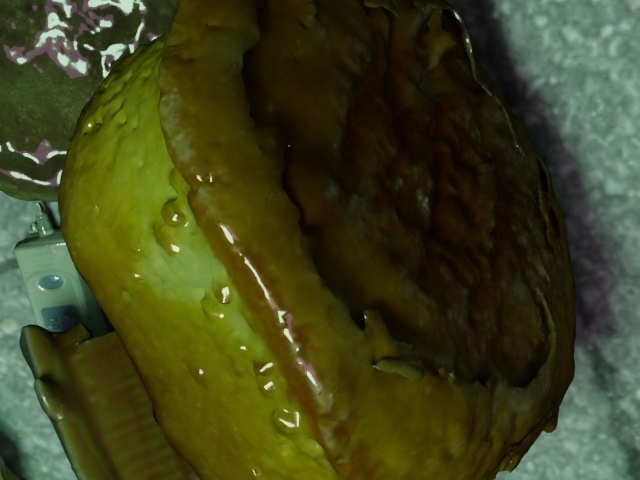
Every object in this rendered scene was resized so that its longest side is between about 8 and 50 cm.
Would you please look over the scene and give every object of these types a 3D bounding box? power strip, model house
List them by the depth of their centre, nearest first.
[{"bbox_3d":[-0.065,0.136,1.337,0.229,0.199,0.219,-20,149,-7],"label":"model house"},{"bbox_3d":[-0.184,0.059,1.399,0.047,0.030,0.191,-7,111,17],"label":"power strip"}]

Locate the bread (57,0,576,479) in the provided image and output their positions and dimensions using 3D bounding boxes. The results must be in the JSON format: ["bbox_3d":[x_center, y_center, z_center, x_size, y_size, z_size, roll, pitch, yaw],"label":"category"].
[{"bbox_3d":[-0.001,-0.003,1.156,0.204,0.337,0.358,-23,97,31],"label":"bread"}]

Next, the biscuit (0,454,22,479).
[{"bbox_3d":[-0.334,0.185,1.461,0.213,0.091,0.274,-40,100,24],"label":"biscuit"}]

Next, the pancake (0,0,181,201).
[{"bbox_3d":[-0.181,-0.126,1.313,0.236,0.042,0.222,11,111,9],"label":"pancake"}]
